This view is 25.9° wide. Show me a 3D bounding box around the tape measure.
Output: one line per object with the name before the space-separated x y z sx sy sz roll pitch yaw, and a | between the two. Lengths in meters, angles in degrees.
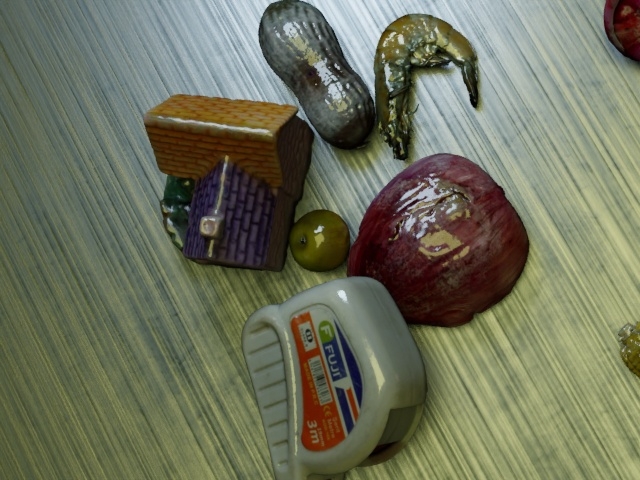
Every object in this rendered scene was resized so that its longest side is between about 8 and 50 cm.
tape measure | 0.018 0.194 1.873 0.265 0.130 0.258 -25 74 37

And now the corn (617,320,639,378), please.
corn | 0.489 0.190 1.824 0.238 0.080 0.080 39 92 15

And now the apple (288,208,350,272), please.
apple | 0.000 0.000 1.947 0.089 0.074 0.089 -3 86 46

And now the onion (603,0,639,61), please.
onion | 0.458 -0.322 1.890 0.150 0.140 0.150 4 127 5

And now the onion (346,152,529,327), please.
onion | 0.139 0.018 1.900 0.283 0.120 0.227 -44 72 4

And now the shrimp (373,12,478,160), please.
shrimp | 0.148 -0.217 1.965 0.150 0.051 0.217 2 80 5

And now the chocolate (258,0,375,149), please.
chocolate | -0.006 -0.239 1.968 0.110 0.110 0.248 -37 76 6

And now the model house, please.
model house | -0.143 -0.087 1.912 0.202 0.237 0.237 13 86 12
